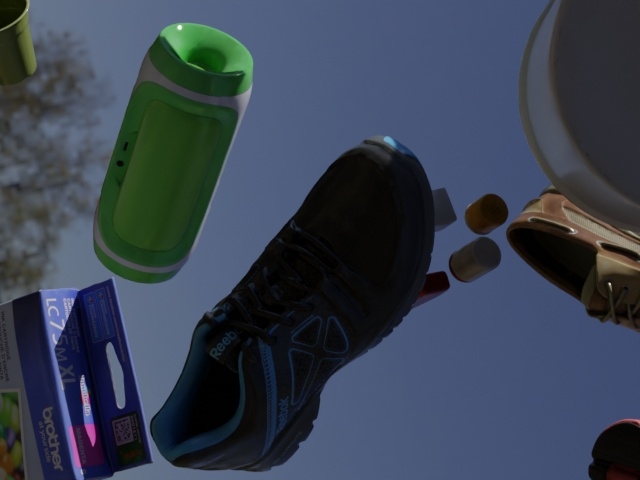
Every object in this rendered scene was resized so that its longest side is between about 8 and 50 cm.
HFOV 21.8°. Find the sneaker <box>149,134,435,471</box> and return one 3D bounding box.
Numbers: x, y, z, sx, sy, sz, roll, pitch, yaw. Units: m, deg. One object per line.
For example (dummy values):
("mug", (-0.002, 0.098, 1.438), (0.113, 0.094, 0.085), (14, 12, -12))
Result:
("sneaker", (-0.021, 0.065, 1.408), (0.125, 0.139, 0.341), (38, -71, 28))

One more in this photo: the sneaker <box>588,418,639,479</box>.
("sneaker", (0.381, 0.369, 1.959), (0.116, 0.136, 0.314), (16, -84, 47))

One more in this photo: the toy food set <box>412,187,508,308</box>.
("toy food set", (0.097, 0.018, 1.838), (0.104, 0.232, 0.111), (-37, -109, 57))

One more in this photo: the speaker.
("speaker", (-0.172, -0.096, 1.899), (0.131, 0.131, 0.296), (60, -41, 43))

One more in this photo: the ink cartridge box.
("ink cartridge box", (-0.305, 0.159, 1.595), (0.311, 0.065, 0.186), (-18, -101, 33))

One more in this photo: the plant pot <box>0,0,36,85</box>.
("plant pot", (-0.336, -0.209, 1.750), (0.083, 0.083, 0.079), (-122, -167, -47))

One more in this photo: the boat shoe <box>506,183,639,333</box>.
("boat shoe", (0.349, 0.052, 1.916), (0.324, 0.120, 0.122), (35, -42, 35))

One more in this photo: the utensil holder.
("utensil holder", (0.370, -0.162, 1.670), (0.385, 0.327, 0.327), (-22, 97, -85))
